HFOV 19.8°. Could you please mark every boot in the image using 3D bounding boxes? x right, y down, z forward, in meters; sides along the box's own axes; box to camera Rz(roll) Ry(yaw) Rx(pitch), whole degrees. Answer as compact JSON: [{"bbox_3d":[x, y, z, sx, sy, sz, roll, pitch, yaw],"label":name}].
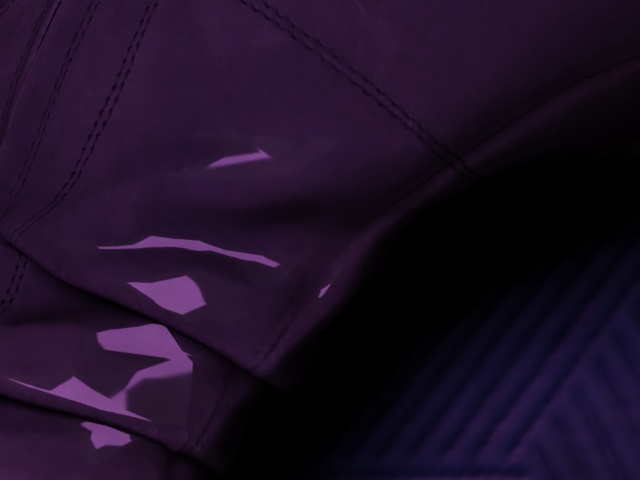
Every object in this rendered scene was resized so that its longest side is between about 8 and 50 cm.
[{"bbox_3d":[0.000,0.000,0.387,0.338,0.118,0.222,4,59,49],"label":"boot"}]
